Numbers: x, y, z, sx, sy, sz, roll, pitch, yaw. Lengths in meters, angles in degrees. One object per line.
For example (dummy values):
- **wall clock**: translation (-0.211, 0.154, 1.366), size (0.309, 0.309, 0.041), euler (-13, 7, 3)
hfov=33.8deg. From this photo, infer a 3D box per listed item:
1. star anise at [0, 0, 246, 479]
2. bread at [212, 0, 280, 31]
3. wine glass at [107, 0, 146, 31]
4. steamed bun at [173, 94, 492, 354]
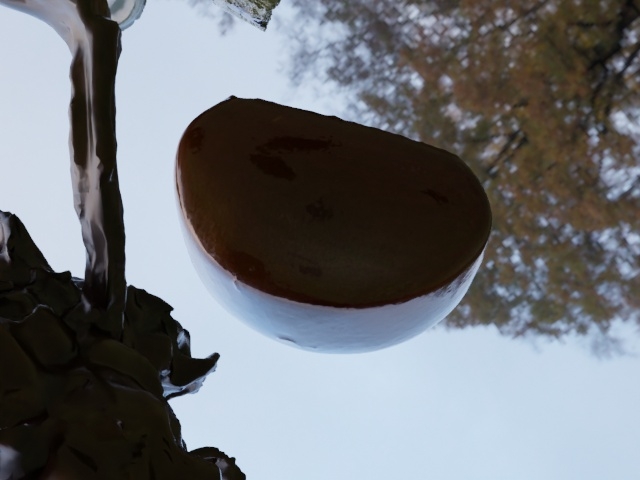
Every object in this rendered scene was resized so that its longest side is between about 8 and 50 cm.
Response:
- **star anise**: translation (-0.126, 0.024, 0.407), size (0.237, 0.148, 0.346), euler (0, -112, -46)
- **bread**: translation (-0.078, -0.248, 1.081), size (0.070, 0.083, 0.035), euler (29, -97, -8)
- **wine glass**: translation (-0.234, -0.489, 1.562), size (0.267, 0.267, 0.406), euler (45, -134, -5)
- **steamed bun**: translation (0.000, 0.000, 1.262), size (0.379, 0.235, 0.248), euler (17, -111, 6)
